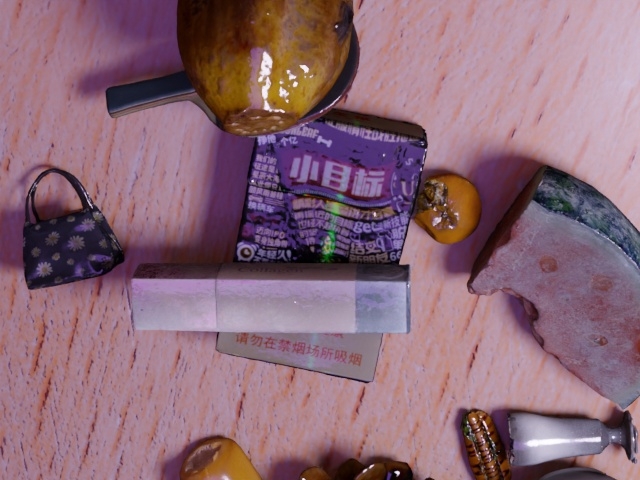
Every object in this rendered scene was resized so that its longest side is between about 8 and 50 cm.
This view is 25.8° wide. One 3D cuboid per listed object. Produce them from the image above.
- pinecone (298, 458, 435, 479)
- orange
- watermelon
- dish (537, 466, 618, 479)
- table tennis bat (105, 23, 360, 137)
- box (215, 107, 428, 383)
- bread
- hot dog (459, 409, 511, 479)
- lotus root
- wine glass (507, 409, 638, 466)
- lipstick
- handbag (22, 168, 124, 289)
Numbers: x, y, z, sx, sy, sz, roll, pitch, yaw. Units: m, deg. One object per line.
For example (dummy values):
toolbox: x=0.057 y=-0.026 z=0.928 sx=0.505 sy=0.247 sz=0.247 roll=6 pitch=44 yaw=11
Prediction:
pinecone: x=0.074 y=0.371 z=1.707 sx=0.229 sy=0.201 sz=0.202 roll=3 pitch=99 yaw=-17
orange: x=0.152 y=-0.036 z=1.652 sx=0.086 sy=0.062 sz=0.086 roll=0 pitch=109 yaw=1
watermelon: x=0.297 y=0.047 z=1.655 sx=0.226 sy=0.148 sz=0.318 roll=-13 pitch=121 yaw=25
dish: x=0.314 y=0.327 z=1.732 sx=0.190 sy=0.066 sz=0.191 roll=-3 pitch=144 yaw=-2
table tennis bat: x=-0.101 y=-0.188 z=1.591 sx=0.301 sy=0.022 sz=0.173 roll=-13 pitch=66 yaw=11
box: x=0.000 y=0.000 z=1.660 sx=0.198 sy=0.084 sz=0.310 roll=12 pitch=108 yaw=0
bread: x=-0.092 y=0.364 z=1.783 sx=0.092 sy=0.074 sz=0.239 roll=-29 pitch=103 yaw=16
hot dog: x=0.207 y=0.267 z=1.755 sx=0.049 sy=0.037 sz=0.122 roll=-21 pitch=106 yaw=6
lotus root: x=-0.055 y=-0.244 z=1.506 sx=0.193 sy=0.291 sz=0.193 roll=1 pitch=150 yaw=1
wine glass: x=0.309 y=0.244 z=1.723 sx=0.155 sy=0.072 sz=0.072 roll=-2 pitch=107 yaw=4
lipstick: x=-0.055 y=0.066 z=1.605 sx=0.317 sy=0.066 sz=0.068 roll=0 pitch=109 yaw=4
handbag: x=-0.308 y=-0.019 z=1.688 sx=0.115 sy=0.072 sz=0.139 roll=-12 pitch=93 yaw=9
